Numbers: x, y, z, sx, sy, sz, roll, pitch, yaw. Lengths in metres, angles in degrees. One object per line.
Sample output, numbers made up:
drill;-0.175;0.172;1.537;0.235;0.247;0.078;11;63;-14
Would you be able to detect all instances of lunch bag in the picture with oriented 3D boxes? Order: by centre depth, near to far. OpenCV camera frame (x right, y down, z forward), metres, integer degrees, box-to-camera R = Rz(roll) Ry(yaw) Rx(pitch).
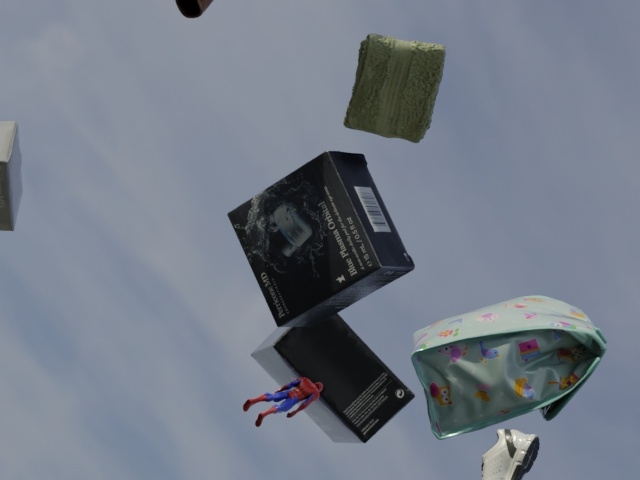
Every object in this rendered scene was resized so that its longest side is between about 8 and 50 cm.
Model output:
lunch bag;0.268;0.168;2.551;0.223;0.262;0.160;-66;139;-84

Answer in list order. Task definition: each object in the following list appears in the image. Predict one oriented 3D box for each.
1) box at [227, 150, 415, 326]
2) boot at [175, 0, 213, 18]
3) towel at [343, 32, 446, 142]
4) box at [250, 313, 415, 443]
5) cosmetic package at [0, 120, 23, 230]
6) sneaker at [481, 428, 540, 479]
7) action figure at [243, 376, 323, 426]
box;0.000;0.000;2.133;0.093;0.158;0.156;1;61;-61
boot;-0.111;-0.432;2.047;0.096;0.280;0.264;24;-34;33
towel;0.091;-0.183;2.199;0.110;0.027;0.148;8;-48;-6
box;0.011;0.185;2.520;0.184;0.103;0.261;49;-11;-1
cosmetic package;-0.526;-0.090;2.453;0.238;0.107;0.127;2;-51;2
sneaker;0.171;0.231;1.750;0.043;0.109;0.040;20;-20;27
action figure;-0.038;0.180;2.059;0.038;0.115;0.030;46;-49;25
